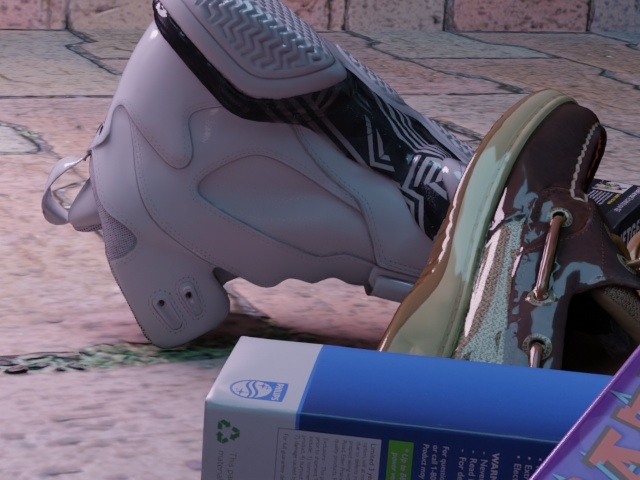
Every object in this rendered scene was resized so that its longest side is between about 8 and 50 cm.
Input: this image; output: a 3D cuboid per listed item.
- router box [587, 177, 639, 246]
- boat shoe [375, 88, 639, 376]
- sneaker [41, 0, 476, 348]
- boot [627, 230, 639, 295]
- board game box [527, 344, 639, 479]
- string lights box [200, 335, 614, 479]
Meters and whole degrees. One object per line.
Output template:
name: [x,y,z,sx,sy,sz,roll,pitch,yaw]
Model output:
router box: [0.195,-0.018,1.301,0.133,0.046,0.179,10,17,22]
boat shoe: [0.113,0.042,0.819,0.123,0.123,0.342,19,38,12]
sneaker: [0.000,0.000,1.032,0.366,0.210,0.137,37,12,-9]
boot: [0.264,0.055,1.003,0.152,0.073,0.197,7,27,17]
board game box: [0.159,0.112,0.449,0.208,0.056,0.347,24,48,29]
string lights box: [0.088,0.121,0.579,0.260,0.133,0.077,6,16,6]
